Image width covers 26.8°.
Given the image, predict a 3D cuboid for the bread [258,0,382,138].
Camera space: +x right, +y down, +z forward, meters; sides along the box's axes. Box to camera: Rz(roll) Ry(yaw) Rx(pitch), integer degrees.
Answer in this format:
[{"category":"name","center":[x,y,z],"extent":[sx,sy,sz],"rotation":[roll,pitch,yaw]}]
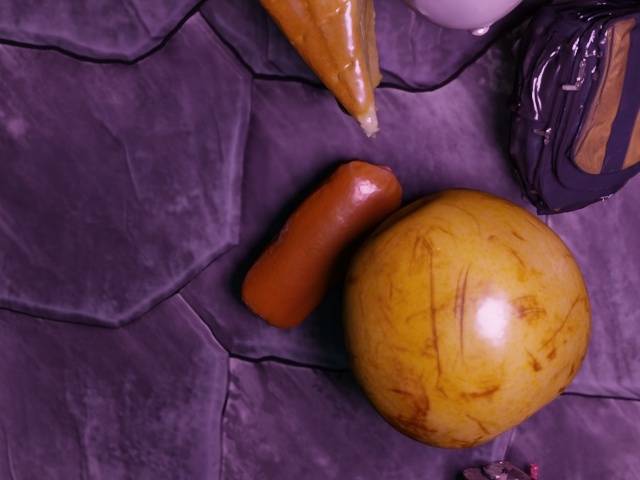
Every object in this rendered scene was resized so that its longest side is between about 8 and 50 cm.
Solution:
[{"category":"bread","center":[0.030,-0.312,1.363],"extent":[0.245,0.233,0.361],"rotation":[-32,104,16]}]

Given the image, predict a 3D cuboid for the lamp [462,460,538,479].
[{"category":"lamp","center":[0.211,0.395,1.631],"extent":[0.118,0.118,0.253],"rotation":[5,112,8]}]

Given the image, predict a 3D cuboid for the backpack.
[{"category":"backpack","center":[0.283,-0.137,1.411],"extent":[0.206,0.133,0.258],"rotation":[-9,122,-28]}]

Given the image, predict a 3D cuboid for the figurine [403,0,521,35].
[{"category":"figurine","center":[0.258,-0.330,1.318],"extent":[0.394,0.274,0.226],"rotation":[-23,133,-3]}]

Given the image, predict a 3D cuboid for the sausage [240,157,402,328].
[{"category":"sausage","center":[0.000,0.000,1.542],"extent":[0.098,0.098,0.238],"rotation":[39,112,-4]}]

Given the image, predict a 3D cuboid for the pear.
[{"category":"pear","center":[0.153,0.081,1.456],"extent":[0.281,0.280,0.280],"rotation":[3,109,9]}]
